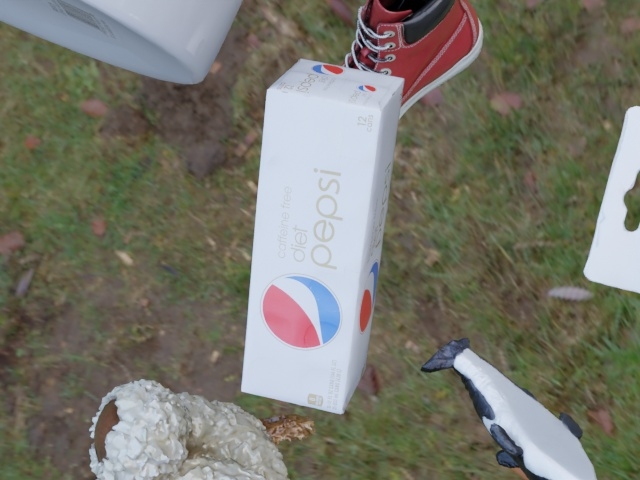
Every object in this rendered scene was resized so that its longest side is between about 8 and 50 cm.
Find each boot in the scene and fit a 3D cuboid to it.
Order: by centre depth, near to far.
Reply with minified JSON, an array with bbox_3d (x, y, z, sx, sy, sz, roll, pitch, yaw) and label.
[{"bbox_3d":[0.032,-0.149,1.106,0.244,0.176,0.088,-42,72,6],"label":"boot"}]

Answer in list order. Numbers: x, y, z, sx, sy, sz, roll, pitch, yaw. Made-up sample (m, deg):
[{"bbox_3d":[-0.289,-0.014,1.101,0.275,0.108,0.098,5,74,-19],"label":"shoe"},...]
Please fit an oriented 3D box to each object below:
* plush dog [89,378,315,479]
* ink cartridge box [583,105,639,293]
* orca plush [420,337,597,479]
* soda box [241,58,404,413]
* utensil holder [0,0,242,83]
[{"bbox_3d":[-0.077,0.251,0.993,0.210,0.262,0.225,-5,53,-24],"label":"plush dog"},{"bbox_3d":[0.454,-0.005,1.215,0.353,0.119,0.207,14,96,12],"label":"ink cartridge box"},{"bbox_3d":[0.245,0.264,1.668,0.287,0.151,0.102,37,121,22],"label":"orca plush"},{"bbox_3d":[0.000,0.000,0.792,0.074,0.069,0.216,12,117,12],"label":"soda box"},{"bbox_3d":[-0.139,-0.332,0.756,0.327,0.327,0.385,22,88,22],"label":"utensil holder"}]
